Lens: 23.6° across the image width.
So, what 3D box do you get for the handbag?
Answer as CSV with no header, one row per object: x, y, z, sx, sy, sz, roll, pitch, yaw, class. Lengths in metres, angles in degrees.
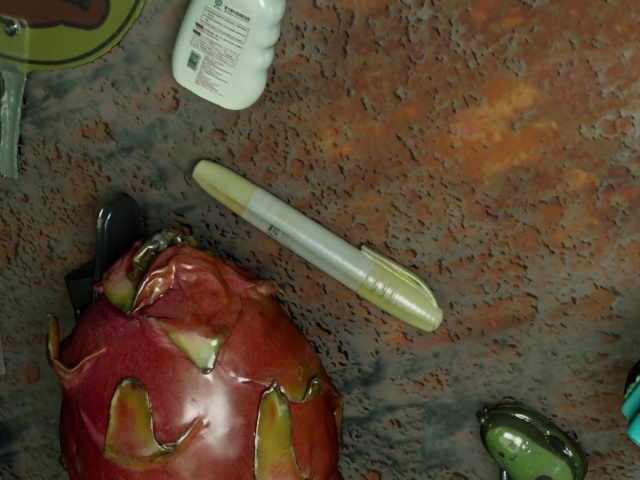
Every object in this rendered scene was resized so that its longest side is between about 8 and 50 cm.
0.168,0.173,1.252,0.111,0.047,0.072,42,122,-9,handbag

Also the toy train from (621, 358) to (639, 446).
0.305,0.110,1.086,0.154,0.198,0.107,37,123,13,toy train

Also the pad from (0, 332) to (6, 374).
-0.344,0.036,1.385,0.113,0.006,0.187,9,120,16,pad

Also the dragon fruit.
-0.099,0.153,1.237,0.250,0.250,0.315,12,140,13,dragon fruit

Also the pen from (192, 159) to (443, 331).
0.000,0.000,1.227,0.233,0.032,0.040,33,100,0,pen

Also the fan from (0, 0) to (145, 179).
-0.244,-0.198,1.215,0.230,0.011,0.335,16,120,11,fan

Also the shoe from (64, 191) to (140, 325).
-0.186,0.025,1.292,0.053,0.062,0.159,23,125,22,shoe

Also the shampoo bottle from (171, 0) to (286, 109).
-0.059,-0.176,1.140,0.077,0.045,0.152,27,125,6,shampoo bottle

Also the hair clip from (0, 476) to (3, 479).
-0.325,0.193,1.442,0.066,0.036,0.229,-2,119,33,hair clip
